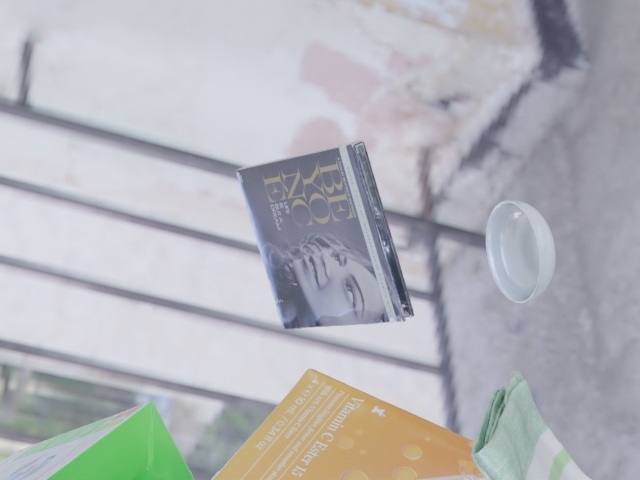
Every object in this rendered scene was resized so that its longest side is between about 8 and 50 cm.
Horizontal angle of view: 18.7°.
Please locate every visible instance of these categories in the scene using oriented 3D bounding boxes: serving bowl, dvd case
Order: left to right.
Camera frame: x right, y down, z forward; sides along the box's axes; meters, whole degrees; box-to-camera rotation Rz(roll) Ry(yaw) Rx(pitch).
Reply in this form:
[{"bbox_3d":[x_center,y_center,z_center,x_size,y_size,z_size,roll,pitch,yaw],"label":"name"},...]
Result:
[{"bbox_3d":[0.000,0.000,1.801,0.221,0.018,0.164,-8,99,59],"label":"dvd case"},{"bbox_3d":[0.166,0.007,1.563,0.083,0.027,0.083,35,129,57],"label":"serving bowl"}]

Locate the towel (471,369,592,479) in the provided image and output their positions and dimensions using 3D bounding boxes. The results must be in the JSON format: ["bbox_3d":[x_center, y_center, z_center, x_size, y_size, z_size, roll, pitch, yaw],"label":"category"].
[{"bbox_3d":[0.237,0.260,1.539,0.038,0.325,0.248,-37,2,13],"label":"towel"}]

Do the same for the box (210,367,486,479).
[{"bbox_3d":[0.077,0.319,2.076,0.215,0.345,0.168,-48,-27,-44],"label":"box"}]

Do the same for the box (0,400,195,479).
[{"bbox_3d":[-0.304,0.308,2.116,0.231,0.262,0.126,-21,98,36],"label":"box"}]
